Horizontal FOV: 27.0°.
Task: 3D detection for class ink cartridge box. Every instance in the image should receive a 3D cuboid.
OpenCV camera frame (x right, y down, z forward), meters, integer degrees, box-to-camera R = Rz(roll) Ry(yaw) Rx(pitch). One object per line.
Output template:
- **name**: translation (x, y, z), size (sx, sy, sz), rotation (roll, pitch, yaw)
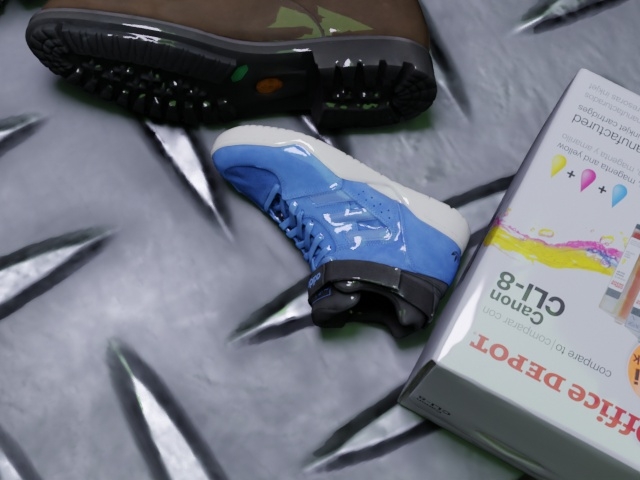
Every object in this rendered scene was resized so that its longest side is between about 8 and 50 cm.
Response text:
- **ink cartridge box**: translation (0.140, 0.031, 0.694), size (0.128, 0.127, 0.176), rotation (28, 74, 4)

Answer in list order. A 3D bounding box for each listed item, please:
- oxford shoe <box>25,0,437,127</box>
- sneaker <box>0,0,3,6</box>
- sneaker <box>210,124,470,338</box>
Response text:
- **oxford shoe**: translation (-0.051, -0.121, 0.758), size (0.227, 0.083, 0.096), rotation (3, 63, -11)
- **sneaker**: translation (-0.143, -0.195, 0.768), size (0.234, 0.078, 0.106), rotation (-9, 76, -5)
- **sneaker**: translation (0.000, 0.000, 0.729), size (0.152, 0.058, 0.084), rotation (25, 64, -3)
